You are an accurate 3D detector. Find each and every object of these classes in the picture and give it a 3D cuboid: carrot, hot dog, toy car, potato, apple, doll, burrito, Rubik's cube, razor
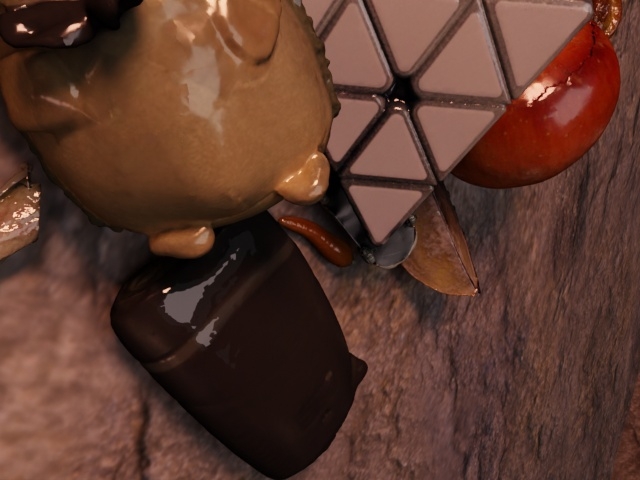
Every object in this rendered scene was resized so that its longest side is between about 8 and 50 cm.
[{"bbox_3d":[0.000,0.000,0.652,0.142,0.035,0.035,35,77,-35],"label":"carrot"},{"bbox_3d":[0.587,-0.484,1.039,0.099,0.065,0.147,8,97,-33],"label":"hot dog"},{"bbox_3d":[0.058,-0.045,0.666,0.095,0.056,0.205,-45,120,-8],"label":"toy car"},{"bbox_3d":[0.155,-0.034,0.763,0.261,0.100,0.120,64,21,-16],"label":"potato"},{"bbox_3d":[0.287,-0.200,0.714,0.271,0.252,0.206,-61,139,-30],"label":"apple"},{"bbox_3d":[-0.133,-0.161,0.352,0.247,0.247,0.349,-38,114,-29],"label":"doll"},{"bbox_3d":[-0.277,0.003,0.392,0.149,0.041,0.055,-47,114,-24],"label":"burrito"},{"bbox_3d":[0.082,-0.174,0.527,0.228,0.229,0.233,-37,163,-14],"label":"Rubik's cube"},{"bbox_3d":[-0.066,0.128,0.567,0.204,0.113,0.349,-49,128,-25],"label":"razor"}]
